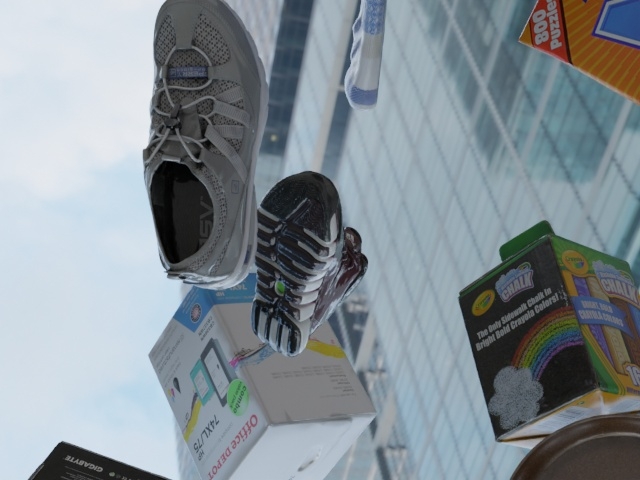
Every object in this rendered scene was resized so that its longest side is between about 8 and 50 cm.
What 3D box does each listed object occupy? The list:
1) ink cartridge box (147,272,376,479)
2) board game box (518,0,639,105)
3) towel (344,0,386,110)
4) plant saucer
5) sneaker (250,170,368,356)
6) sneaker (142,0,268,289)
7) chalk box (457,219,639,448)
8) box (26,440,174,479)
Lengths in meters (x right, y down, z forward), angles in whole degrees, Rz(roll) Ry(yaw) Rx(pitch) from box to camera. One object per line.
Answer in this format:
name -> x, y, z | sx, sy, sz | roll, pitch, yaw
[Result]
ink cartridge box -> -0.090, 0.211, 1.849 | 0.197, 0.198, 0.270 | 1, -133, -39
board game box -> 0.475, -0.233, 1.108 | 0.356, 0.356, 0.356 | 10, -159, -46
towel -> 0.051, -0.282, 1.157 | 0.034, 0.285, 0.209 | 5, -150, 2
plant saucer -> 0.375, 0.369, 1.558 | 0.310, 0.310, 0.050 | 24, -179, 13
sneaker -> 0.000, 0.000, 1.514 | 0.106, 0.281, 0.162 | 35, -133, 19
sneaker -> -0.109, -0.093, 1.145 | 0.105, 0.281, 0.115 | -6, -179, 18
chalk box -> 0.316, 0.116, 1.672 | 0.179, 0.180, 0.289 | 18, -131, -38
box -> -0.253, 0.403, 1.570 | 0.322, 0.079, 0.257 | 16, -142, 15
